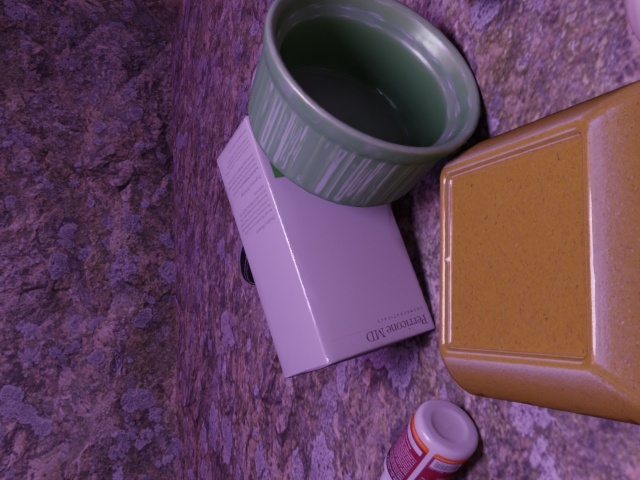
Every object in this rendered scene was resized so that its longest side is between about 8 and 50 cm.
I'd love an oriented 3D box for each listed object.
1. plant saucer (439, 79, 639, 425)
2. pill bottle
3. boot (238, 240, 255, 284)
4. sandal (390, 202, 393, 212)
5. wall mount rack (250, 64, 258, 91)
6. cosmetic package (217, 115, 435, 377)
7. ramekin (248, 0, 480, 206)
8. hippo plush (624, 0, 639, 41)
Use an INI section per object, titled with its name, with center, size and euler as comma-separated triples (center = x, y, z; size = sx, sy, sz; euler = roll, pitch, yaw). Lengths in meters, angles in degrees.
[plant saucer]
center = 0.228, 0.016, 0.678
size = 0.333, 0.081, 0.332
euler = 164, 109, -65
[pill bottle]
center = 0.136, 0.286, 0.820
size = 0.086, 0.086, 0.152
euler = -111, 35, -45
[boot]
center = -0.120, 0.037, 1.448
size = 0.178, 0.085, 0.236
euler = 56, 135, 52
[sandal]
center = 0.066, -0.109, 1.064
size = 0.088, 0.079, 0.240
euler = 149, 122, -61
[wall mount rack]
center = -0.041, -0.378, 1.318
size = 0.350, 0.131, 0.304
euler = -164, 77, -66
[cosmetic package]
center = 0.000, 0.000, 0.942
size = 0.155, 0.197, 0.365
euler = -38, 69, 57
[ramekin]
center = 0.048, -0.192, 0.849
size = 0.148, 0.303, 0.303
euler = 125, 142, -50
[hippo plush]
center = 0.353, -0.209, 0.362
size = 0.294, 0.234, 0.237
euler = -47, 40, -17
